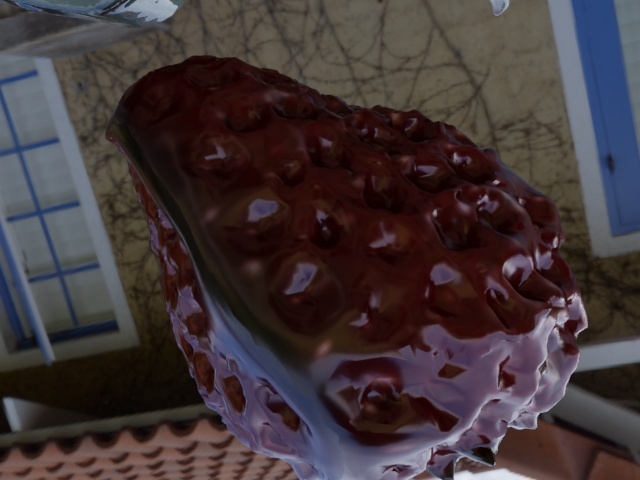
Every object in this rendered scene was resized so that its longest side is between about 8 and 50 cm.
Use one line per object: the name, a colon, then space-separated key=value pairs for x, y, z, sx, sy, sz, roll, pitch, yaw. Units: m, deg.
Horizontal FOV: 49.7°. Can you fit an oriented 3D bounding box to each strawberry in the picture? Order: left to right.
strawberry: x=0.000 y=0.000 z=0.524 sx=0.295 sy=0.345 sz=0.317 roll=-38 pitch=-177 yaw=7

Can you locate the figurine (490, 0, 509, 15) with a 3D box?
figurine: x=0.188 y=-0.288 z=0.704 sx=0.081 sy=0.146 sz=0.098 roll=-32 pitch=-141 yaw=7

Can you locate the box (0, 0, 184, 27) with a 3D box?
box: x=-0.254 y=-0.379 z=0.486 sx=0.397 sy=0.395 sz=0.111 roll=15 pitch=-165 yaw=11
